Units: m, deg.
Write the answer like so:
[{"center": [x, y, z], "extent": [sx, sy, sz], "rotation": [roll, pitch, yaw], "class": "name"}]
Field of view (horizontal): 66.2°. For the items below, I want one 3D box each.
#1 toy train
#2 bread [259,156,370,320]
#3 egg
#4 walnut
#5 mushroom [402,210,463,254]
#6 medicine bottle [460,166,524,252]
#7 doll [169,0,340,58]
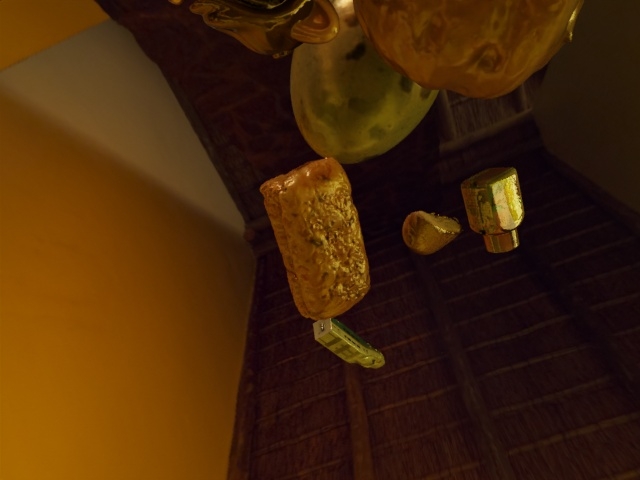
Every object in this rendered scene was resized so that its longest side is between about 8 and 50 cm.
[{"center": [0.075, 0.245, 1.103], "extent": [0.052, 0.234, 0.051], "rotation": [-32, -143, 21], "class": "toy train"}, {"center": [0.000, 0.000, 0.653], "extent": [0.113, 0.211, 0.083], "rotation": [-30, -153, -27], "class": "bread"}, {"center": [0.103, -0.383, 1.123], "extent": [0.344, 0.345, 0.428], "rotation": [21, -81, 17], "class": "egg"}, {"center": [0.226, -0.405, 0.720], "extent": [0.383, 0.383, 0.384], "rotation": [-3, -103, 13], "class": "walnut"}, {"center": [0.239, -0.014, 1.059], "extent": [0.094, 0.209, 0.072], "rotation": [-44, -115, 23], "class": "mushroom"}, {"center": [0.420, -0.070, 1.184], "extent": [0.119, 0.094, 0.188], "rotation": [-27, -72, -28], "class": "medicine bottle"}, {"center": [-0.059, -0.418, 0.625], "extent": [0.318, 0.209, 0.340], "rotation": [44, -55, 41], "class": "doll"}]
